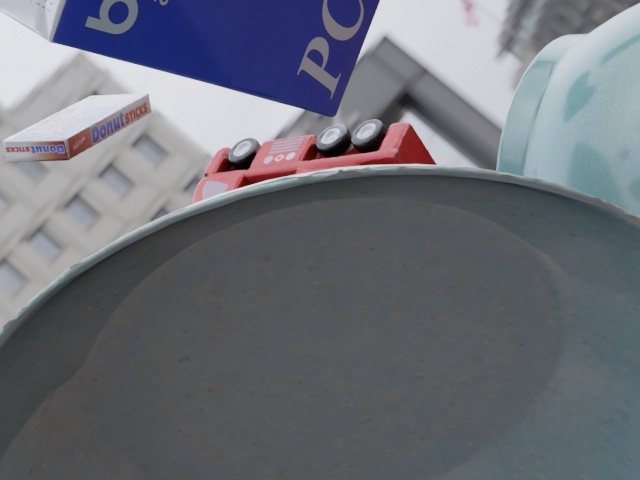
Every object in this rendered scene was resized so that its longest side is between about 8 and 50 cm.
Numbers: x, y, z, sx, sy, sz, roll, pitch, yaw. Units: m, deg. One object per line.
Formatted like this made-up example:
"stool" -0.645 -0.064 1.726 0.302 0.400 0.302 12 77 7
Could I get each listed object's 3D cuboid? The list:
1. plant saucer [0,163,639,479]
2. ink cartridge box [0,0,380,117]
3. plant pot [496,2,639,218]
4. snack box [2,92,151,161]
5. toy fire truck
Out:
"plant saucer" 0.005 0.041 0.425 0.195 0.195 0.037 -57 30 36
"ink cartridge box" -0.005 -0.142 0.422 0.097 0.046 0.207 11 -75 -43
"plant pot" 0.241 -0.043 1.135 0.293 0.196 0.293 -24 -60 -52
"snack box" -0.219 -0.105 1.542 0.178 0.064 0.022 -44 -49 -64
"toy fire truck" 0.000 0.000 0.888 0.192 0.047 0.135 -5 43 36
